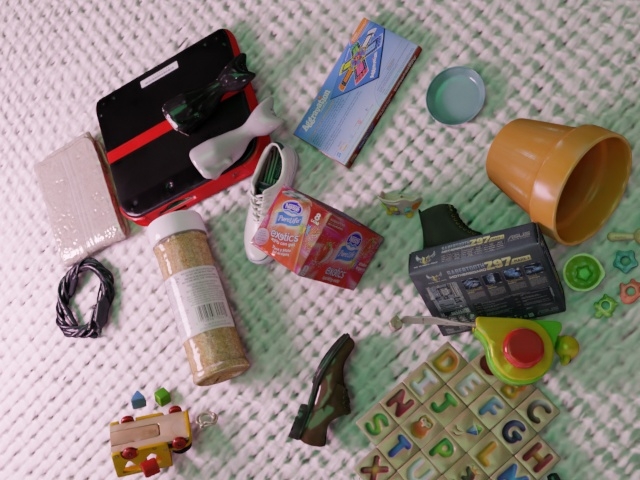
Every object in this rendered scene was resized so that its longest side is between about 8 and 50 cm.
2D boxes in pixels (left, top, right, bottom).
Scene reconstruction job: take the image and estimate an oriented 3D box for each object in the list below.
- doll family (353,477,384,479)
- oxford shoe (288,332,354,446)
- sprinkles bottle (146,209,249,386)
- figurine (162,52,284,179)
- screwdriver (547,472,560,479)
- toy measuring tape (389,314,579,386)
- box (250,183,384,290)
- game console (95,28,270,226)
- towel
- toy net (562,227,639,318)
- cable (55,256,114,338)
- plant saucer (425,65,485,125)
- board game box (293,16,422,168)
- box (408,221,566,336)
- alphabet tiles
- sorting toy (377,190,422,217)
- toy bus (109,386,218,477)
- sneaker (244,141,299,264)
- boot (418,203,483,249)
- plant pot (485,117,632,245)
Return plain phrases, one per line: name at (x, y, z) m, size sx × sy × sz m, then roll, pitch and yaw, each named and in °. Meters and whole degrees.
doll family at (0.075, 0.494, 1.575) m, size 0.076 × 0.111 × 0.193 m, roll 22°, pitch 91°, yaw 25°
oxford shoe at (0.025, 0.289, 1.662) m, size 0.096 × 0.083 × 0.227 m, roll 22°, pitch 91°, yaw 6°
sprinkles bottle at (-0.255, 0.117, 1.783) m, size 0.121 × 0.121 × 0.355 m, roll -26°, pitch 71°, yaw 18°
figurine at (-0.193, -0.257, 1.783) m, size 0.209 × 0.092 × 0.215 m, roll -37°, pitch 66°, yaw 9°
screwdriver at (0.429, 0.479, 1.469) m, size 0.025 × 0.024 × 0.170 m, roll -40°, pitch 66°, yaw 44°
toy measuring tape at (0.283, 0.194, 1.504) m, size 0.330 × 0.121 × 0.121 m, roll 2°, pitch 81°, yaw 5°
box at (0.000, 0.000, 1.613) m, size 0.122 × 0.257 × 0.128 m, roll 32°, pitch 95°, yaw 27°
game console at (-0.312, -0.244, 1.914) m, size 0.386 × 0.060 × 0.342 m, roll -25°, pitch 68°, yaw 18°
towel at (-0.555, -0.095, 1.996) m, size 0.187 × 0.049 × 0.282 m, roll -26°, pitch 72°, yaw 19°
toy net at (0.537, 0.025, 1.485) m, size 0.232 × 0.045 × 0.122 m, roll -42°, pitch 67°, yaw 12°
cable at (-0.536, 0.130, 1.955) m, size 0.150 × 0.047 × 0.185 m, roll 2°, pitch 84°, yaw 29°
plant saucer at (0.264, -0.278, 1.673) m, size 0.119 × 0.021 × 0.119 m, roll -4°, pitch 80°, yaw 24°
board game box at (0.073, -0.302, 1.760) m, size 0.145 × 0.027 × 0.281 m, roll 34°, pitch 96°, yaw 24°
box at (0.293, 0.073, 1.513) m, size 0.232 × 0.183 × 0.059 m, roll -16°, pitch 41°, yaw 21°
alphabet tiles at (0.239, 0.354, 1.527) m, size 0.342 × 0.011 × 0.285 m, roll -40°, pitch 66°, yaw -6°
sorting toy at (0.144, -0.074, 1.662) m, size 0.083 × 0.075 × 0.045 m, roll 9°, pitch 85°, yaw 26°
toy bus at (-0.335, 0.418, 1.775) m, size 0.202 × 0.191 × 0.104 m, roll 20°, pitch 133°, yaw 26°
sneaker at (-0.115, -0.080, 1.770) m, size 0.094 × 0.091 × 0.258 m, roll 8°, pitch 84°, yaw 25°
boot at (0.274, -0.020, 1.599) m, size 0.198 × 0.077 × 0.137 m, roll -14°, pitch 70°, yaw 20°
plant pot at (0.400, -0.121, 1.503) m, size 0.188 × 0.205 × 0.205 m, roll 35°, pitch 96°, yaw 41°
